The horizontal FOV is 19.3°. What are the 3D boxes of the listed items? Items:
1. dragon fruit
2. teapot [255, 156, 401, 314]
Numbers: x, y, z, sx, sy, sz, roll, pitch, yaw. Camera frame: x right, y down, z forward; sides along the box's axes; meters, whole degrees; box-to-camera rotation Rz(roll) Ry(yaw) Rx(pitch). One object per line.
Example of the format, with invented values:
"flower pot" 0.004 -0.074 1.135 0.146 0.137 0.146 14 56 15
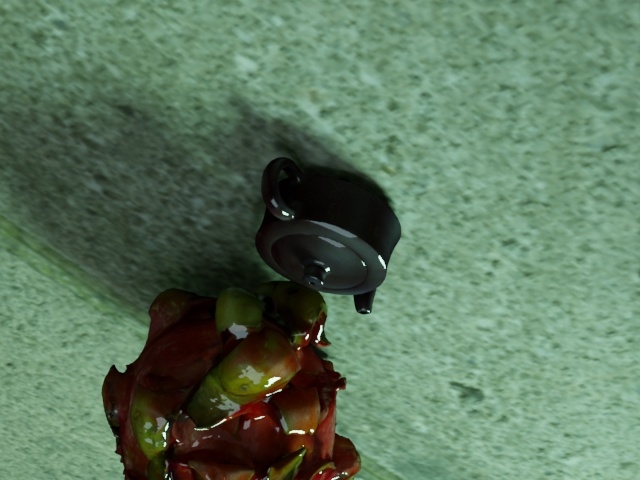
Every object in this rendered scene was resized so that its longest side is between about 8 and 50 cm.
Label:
"dragon fruit" -0.043 0.084 0.971 0.133 0.150 0.208 -9 151 -11
"teapot" 0.000 0.000 0.894 0.068 0.045 0.100 -8 141 34
